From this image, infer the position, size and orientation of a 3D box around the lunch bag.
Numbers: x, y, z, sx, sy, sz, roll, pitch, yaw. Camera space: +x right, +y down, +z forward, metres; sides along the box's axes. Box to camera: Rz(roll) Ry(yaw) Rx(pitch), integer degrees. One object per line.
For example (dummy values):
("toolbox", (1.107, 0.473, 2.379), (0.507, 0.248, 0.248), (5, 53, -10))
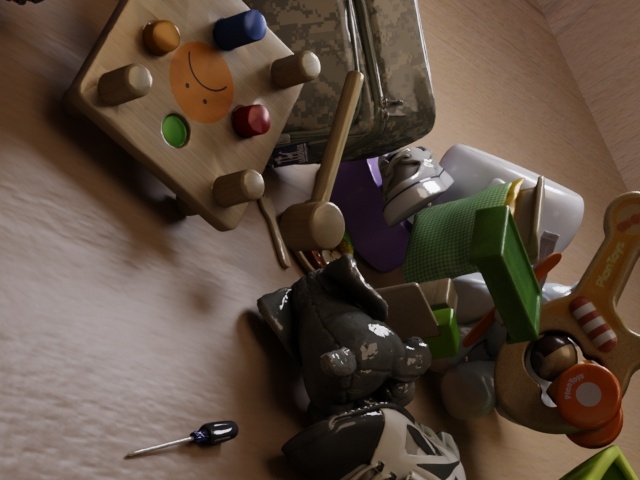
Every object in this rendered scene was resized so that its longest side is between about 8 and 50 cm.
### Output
("lunch bag", (-0.013, -0.246, 1.744), (0.256, 0.212, 0.305), (-6, 85, -27))

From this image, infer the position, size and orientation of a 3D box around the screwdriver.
("screwdriver", (-0.131, 0.195, 1.290), (0.170, 0.025, 0.024), (3, 58, -63))

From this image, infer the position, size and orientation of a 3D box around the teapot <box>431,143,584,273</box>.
("teapot", (0.267, -0.024, 2.017), (0.256, 0.187, 0.252), (19, 9, -28))

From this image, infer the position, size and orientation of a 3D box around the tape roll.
("tape roll", (0.087, -0.053, 1.934), (0.189, 0.080, 0.189), (49, 22, -28))

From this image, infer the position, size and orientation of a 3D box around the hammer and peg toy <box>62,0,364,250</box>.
("hammer and peg toy", (-0.106, -0.153, 1.531), (0.361, 0.127, 0.266), (42, 56, -31))

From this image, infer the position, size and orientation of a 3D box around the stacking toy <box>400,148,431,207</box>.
("stacking toy", (0.158, -0.039, 2.112), (0.221, 0.052, 0.167), (54, 22, -5))

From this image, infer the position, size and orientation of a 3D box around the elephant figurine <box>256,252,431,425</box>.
("elephant figurine", (0.007, 0.096, 1.559), (0.169, 0.186, 0.239), (-9, 52, -29))

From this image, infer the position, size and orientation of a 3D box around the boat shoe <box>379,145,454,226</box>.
("boat shoe", (0.124, -0.087, 1.819), (0.088, 0.096, 0.267), (55, 19, 0))

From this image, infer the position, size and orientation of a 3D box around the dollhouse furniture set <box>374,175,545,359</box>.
("dollhouse furniture set", (0.178, -0.008, 1.714), (0.151, 0.198, 0.301), (61, 28, -34))

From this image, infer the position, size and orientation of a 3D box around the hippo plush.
("hippo plush", (0.268, 0.125, 1.933), (0.234, 0.294, 0.236), (27, 0, 8))

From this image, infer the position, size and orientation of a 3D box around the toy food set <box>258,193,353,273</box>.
("toy food set", (0.000, 0.000, 1.762), (0.192, 0.038, 0.132), (22, 42, -54))

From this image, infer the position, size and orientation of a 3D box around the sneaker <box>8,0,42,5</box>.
("sneaker", (-0.400, -0.339, 1.334), (0.299, 0.121, 0.112), (33, 5, -43))

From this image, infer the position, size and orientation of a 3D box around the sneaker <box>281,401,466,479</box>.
("sneaker", (0.086, 0.279, 1.488), (0.330, 0.122, 0.146), (25, 38, -51))

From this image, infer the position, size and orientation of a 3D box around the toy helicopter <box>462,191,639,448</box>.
("toy helicopter", (0.342, 0.086, 1.756), (0.235, 0.355, 0.140), (25, -13, 22))

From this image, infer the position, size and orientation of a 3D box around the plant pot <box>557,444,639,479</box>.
("plant pot", (0.326, 0.423, 1.675), (0.227, 0.207, 0.228), (60, 24, 6))
